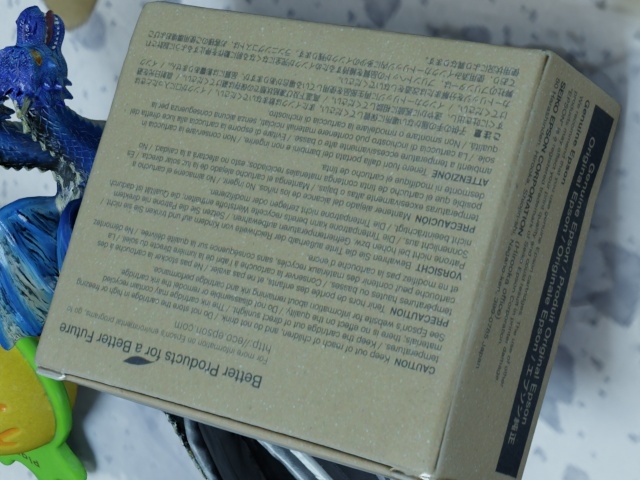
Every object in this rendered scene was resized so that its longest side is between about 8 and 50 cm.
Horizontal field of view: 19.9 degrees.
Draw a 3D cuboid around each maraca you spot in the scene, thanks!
[{"bbox_3d":[-0.193,0.082,1.076,0.127,0.099,0.186,26,145,31],"label":"maraca"}]

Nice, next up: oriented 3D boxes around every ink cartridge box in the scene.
[{"bbox_3d":[0.000,0.000,0.849,0.234,0.088,0.193,13,84,35],"label":"ink cartridge box"}]

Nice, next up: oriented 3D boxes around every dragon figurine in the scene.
[{"bbox_3d":[-0.126,0.014,0.964,0.085,0.144,0.289,5,109,37],"label":"dragon figurine"}]

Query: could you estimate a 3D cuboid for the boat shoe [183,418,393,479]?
[{"bbox_3d":[0.029,0.195,0.933,0.108,0.102,0.301,-32,84,40],"label":"boat shoe"}]
